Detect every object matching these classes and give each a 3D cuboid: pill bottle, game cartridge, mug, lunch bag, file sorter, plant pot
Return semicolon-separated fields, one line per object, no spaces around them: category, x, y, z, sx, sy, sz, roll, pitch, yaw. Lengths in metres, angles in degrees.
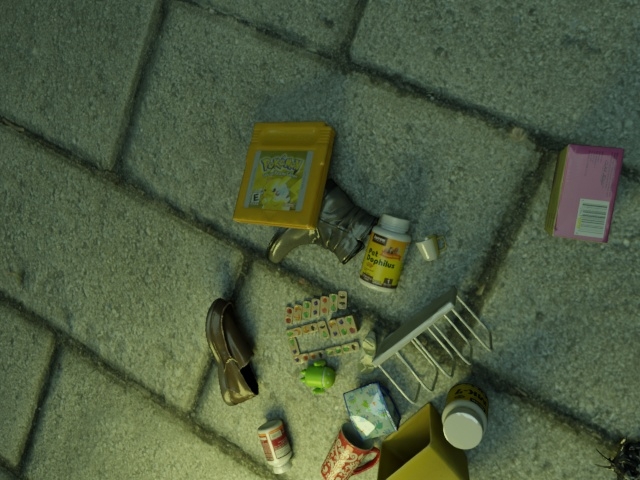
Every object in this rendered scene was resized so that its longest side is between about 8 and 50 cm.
pill bottle;-0.145;0.674;1.681;0.086;0.086;0.152;-18;88;20
game cartridge;-0.112;-0.201;1.542;0.285;0.052;0.324;6;81;29
pill bottle;0.398;0.478;1.409;0.119;0.208;0.119;2;96;19
mug;0.091;0.677;1.588;0.150;0.113;0.169;33;108;16
mug;0.319;0.022;1.477;0.078;0.062;0.064;-18;97;26
lunch bag;0.154;0.509;1.557;0.129;0.096;0.151;-26;96;20
file sorter;0.314;0.294;1.434;0.277;0.193;0.173;-42;84;18
plant pot;0.305;0.641;1.468;0.187;0.212;0.212;44;107;-1
pill bottle;0.192;0.034;1.491;0.117;0.117;0.215;18;100;17

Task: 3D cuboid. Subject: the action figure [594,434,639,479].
action figure;0.857;0.589;1.298;0.275;0.141;0.164;0;96;16

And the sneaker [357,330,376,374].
sneaker;0.149;0.344;1.570;0.053;0.061;0.152;15;119;10

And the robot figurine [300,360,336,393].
robot figurine;-0.005;0.430;1.620;0.115;0.067;0.101;1;83;19

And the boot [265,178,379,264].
boot;0.000;0.000;1.562;0.223;0.118;0.338;44;111;5

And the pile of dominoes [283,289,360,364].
pile of dominoes;-0.004;0.279;1.622;0.251;0.040;0.196;-18;89;19

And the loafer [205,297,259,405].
loafer;-0.274;0.359;1.686;0.130;0.134;0.366;-8;102;15

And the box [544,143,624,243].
box;0.636;-0.113;1.256;0.117;0.243;0.213;9;97;18
